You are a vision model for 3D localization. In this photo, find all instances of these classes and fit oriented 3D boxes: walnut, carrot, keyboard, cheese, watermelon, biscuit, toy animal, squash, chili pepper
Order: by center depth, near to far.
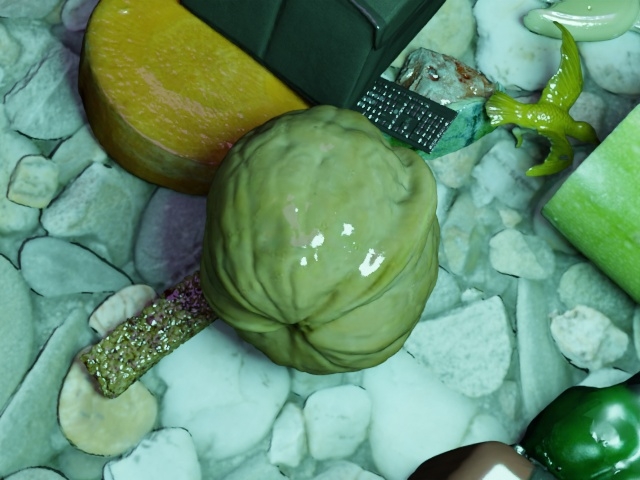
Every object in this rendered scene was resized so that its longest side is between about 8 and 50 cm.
[{"bbox_3d":[0.348,0.239,1.292,0.248,0.257,0.233,-24,73,-4],"label":"chili pepper"},{"bbox_3d":[0.000,0.000,1.339,0.285,0.296,0.285,-22,37,18],"label":"walnut"},{"bbox_3d":[0.473,0.008,1.371,0.263,0.263,0.384,-42,78,-15],"label":"squash"},{"bbox_3d":[-0.180,0.100,1.422,0.199,0.034,0.064,-37,76,-14],"label":"biscuit"},{"bbox_3d":[0.074,-0.165,1.491,0.198,0.010,0.063,30,80,35],"label":"keyboard"},{"bbox_3d":[-0.143,-0.186,1.499,0.307,0.100,0.258,28,70,-1],"label":"carrot"},{"bbox_3d":[0.277,-0.146,1.505,0.095,0.155,0.219,-5,66,36],"label":"toy animal"},{"bbox_3d":[0.132,-0.178,1.518,0.187,0.071,0.139,-16,69,-8],"label":"watermelon"},{"bbox_3d":[0.384,-0.288,1.573,0.235,0.050,0.127,19,68,6],"label":"cheese"}]

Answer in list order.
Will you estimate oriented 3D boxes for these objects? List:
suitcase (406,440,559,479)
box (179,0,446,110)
[{"bbox_3d":[0.129,0.325,1.226,0.161,0.297,0.236,42,75,3],"label":"suitcase"},{"bbox_3d":[0.037,-0.361,1.458,0.251,0.204,0.345,37,60,4],"label":"box"}]
